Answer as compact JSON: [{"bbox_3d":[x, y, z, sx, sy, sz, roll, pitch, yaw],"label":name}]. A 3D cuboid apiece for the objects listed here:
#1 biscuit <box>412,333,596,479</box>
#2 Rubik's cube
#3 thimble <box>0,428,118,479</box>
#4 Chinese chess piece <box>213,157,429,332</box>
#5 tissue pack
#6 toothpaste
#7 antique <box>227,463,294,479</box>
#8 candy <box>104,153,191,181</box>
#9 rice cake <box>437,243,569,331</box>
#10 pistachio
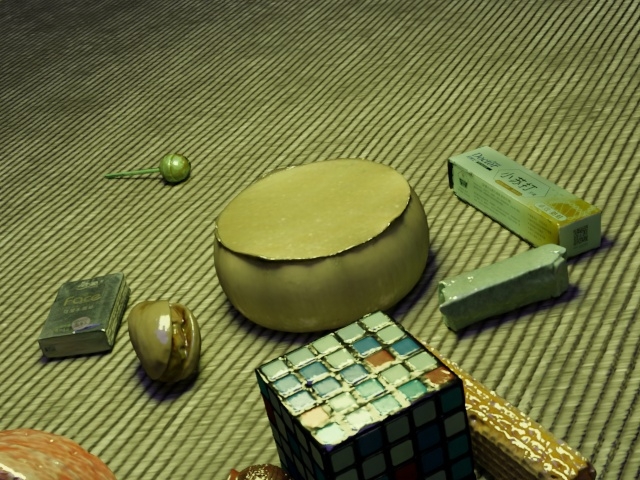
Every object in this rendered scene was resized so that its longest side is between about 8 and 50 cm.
[{"bbox_3d":[0.192,0.221,1.301,0.054,0.094,0.379,-26,33,-21],"label":"biscuit"},{"bbox_3d":[0.054,0.221,1.265,0.182,0.187,0.184,-23,35,-18],"label":"Rubik's cube"},{"bbox_3d":[-0.334,0.324,1.178,0.239,0.239,0.162,-8,3,9],"label":"thimble"},{"bbox_3d":[0.000,0.000,1.693,0.338,0.140,0.338,-9,30,5],"label":"Chinese chess piece"},{"bbox_3d":[-0.371,0.117,1.723,0.112,0.051,0.156,-9,31,9],"label":"tissue pack"},{"bbox_3d":[0.319,-0.064,1.748,0.089,0.071,0.313,-20,31,-19],"label":"toothpaste"},{"bbox_3d":[-0.067,0.307,1.256,0.104,0.104,0.104,-10,31,6],"label":"antique"},{"bbox_3d":[-0.342,-0.136,2.141,0.202,0.061,0.061,-5,31,30],"label":"candy"},{"bbox_3d":[0.258,0.068,1.554,0.206,0.069,0.063,-20,34,-7],"label":"rice cake"},{"bbox_3d":[-0.226,0.144,1.581,0.113,0.113,0.149,-14,38,-1],"label":"pistachio"}]
